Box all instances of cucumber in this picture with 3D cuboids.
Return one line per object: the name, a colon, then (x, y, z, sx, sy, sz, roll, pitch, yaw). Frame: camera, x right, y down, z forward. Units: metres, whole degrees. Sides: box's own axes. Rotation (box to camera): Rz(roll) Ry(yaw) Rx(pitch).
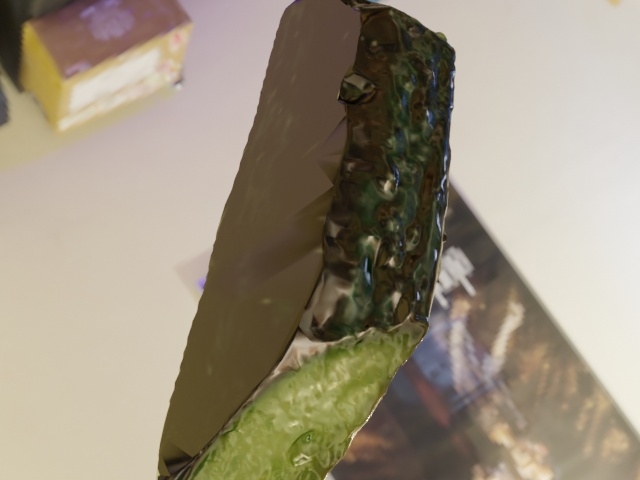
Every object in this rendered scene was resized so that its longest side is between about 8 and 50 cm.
cucumber: (0.000, 0.000, 0.391, 0.070, 0.220, 0.046, -17, 136, 32)
